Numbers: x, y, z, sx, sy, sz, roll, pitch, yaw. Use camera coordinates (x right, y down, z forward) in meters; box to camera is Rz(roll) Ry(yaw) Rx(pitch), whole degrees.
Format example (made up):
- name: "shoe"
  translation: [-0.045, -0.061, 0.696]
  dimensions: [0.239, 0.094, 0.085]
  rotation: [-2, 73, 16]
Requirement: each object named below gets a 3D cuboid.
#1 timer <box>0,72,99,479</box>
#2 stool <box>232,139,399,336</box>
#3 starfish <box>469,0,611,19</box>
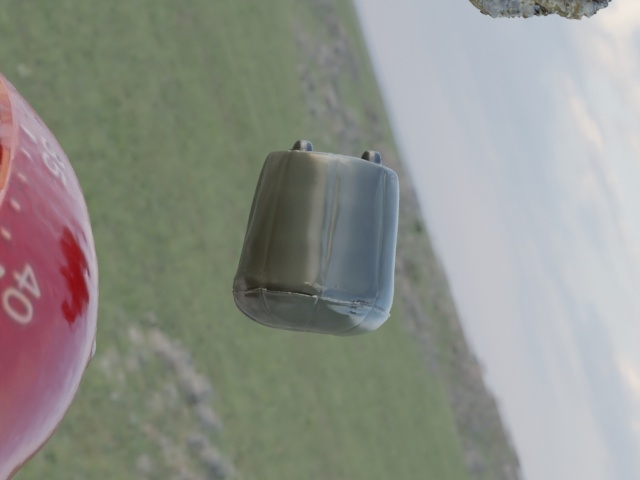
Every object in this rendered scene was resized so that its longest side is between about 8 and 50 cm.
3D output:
- name: "timer"
  translation: [-0.308, 0.041, 1.022]
  dimensions: [0.279, 0.378, 0.378]
  rotation: [48, 18, -33]
- name: "stool"
  translation: [0.000, 0.000, 1.100]
  dimensions: [0.096, 0.096, 0.110]
  rotation: [54, 44, -80]
- name: "starfish"
  translation: [0.064, -0.075, 0.358]
  dimensions: [0.028, 0.091, 0.078]
  rotation: [42, 11, -15]
